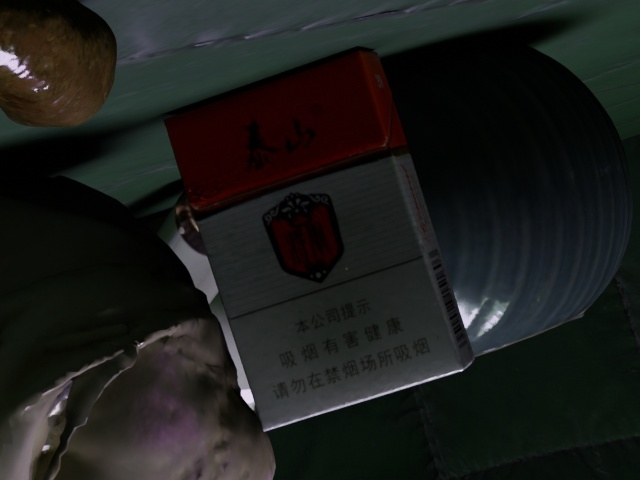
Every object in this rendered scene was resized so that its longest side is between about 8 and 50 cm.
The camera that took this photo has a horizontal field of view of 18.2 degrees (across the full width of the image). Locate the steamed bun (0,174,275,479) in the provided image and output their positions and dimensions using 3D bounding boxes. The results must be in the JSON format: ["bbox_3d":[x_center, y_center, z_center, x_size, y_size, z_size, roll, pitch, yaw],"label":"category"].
[{"bbox_3d":[-0.152,0.070,0.961,0.268,0.207,0.280,36,166,-38],"label":"steamed bun"}]

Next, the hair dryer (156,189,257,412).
[{"bbox_3d":[-0.113,0.037,1.437,0.203,0.128,0.362,7,155,-17],"label":"hair dryer"}]

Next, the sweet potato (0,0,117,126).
[{"bbox_3d":[-0.078,-0.049,0.508,0.041,0.038,0.153,-41,170,14],"label":"sweet potato"}]

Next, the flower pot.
[{"bbox_3d":[0.066,-0.016,1.066,0.189,0.157,0.243,-20,179,34],"label":"flower pot"}]

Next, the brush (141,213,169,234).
[{"bbox_3d":[-0.033,-0.032,1.499,0.299,0.042,0.039,-19,145,35],"label":"brush"}]

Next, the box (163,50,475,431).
[{"bbox_3d":[0.000,0.000,0.917,0.100,0.152,0.048,-18,-178,12],"label":"box"}]
